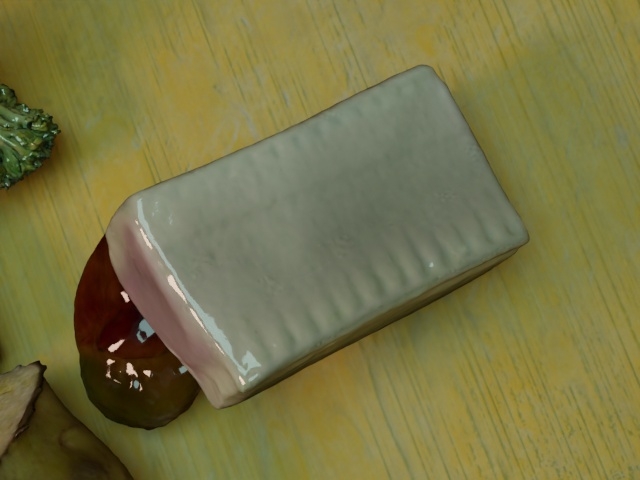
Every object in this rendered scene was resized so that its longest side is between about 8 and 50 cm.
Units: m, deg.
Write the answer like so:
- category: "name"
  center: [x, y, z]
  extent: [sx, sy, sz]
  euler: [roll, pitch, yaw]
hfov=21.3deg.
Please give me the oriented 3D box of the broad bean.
- category: "broad bean"
  center: [-0.169, 0.071, 1.682]
  extent: [0.156, 0.122, 0.228]
  euler: [11, 79, 5]

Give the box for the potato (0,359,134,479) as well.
- category: "potato"
  center: [-0.305, 0.301, 1.611]
  extent: [0.289, 0.301, 0.237]
  euler: [-18, 116, 33]

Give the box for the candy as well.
- category: "candy"
  center: [-0.002, -0.001, 1.604]
  extent: [0.359, 0.145, 0.208]
  euler: [-27, 82, -24]

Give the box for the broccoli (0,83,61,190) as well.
- category: "broccoli"
  center: [-0.371, -0.166, 1.621]
  extent: [0.221, 0.361, 0.252]
  euler: [-30, 85, -28]
